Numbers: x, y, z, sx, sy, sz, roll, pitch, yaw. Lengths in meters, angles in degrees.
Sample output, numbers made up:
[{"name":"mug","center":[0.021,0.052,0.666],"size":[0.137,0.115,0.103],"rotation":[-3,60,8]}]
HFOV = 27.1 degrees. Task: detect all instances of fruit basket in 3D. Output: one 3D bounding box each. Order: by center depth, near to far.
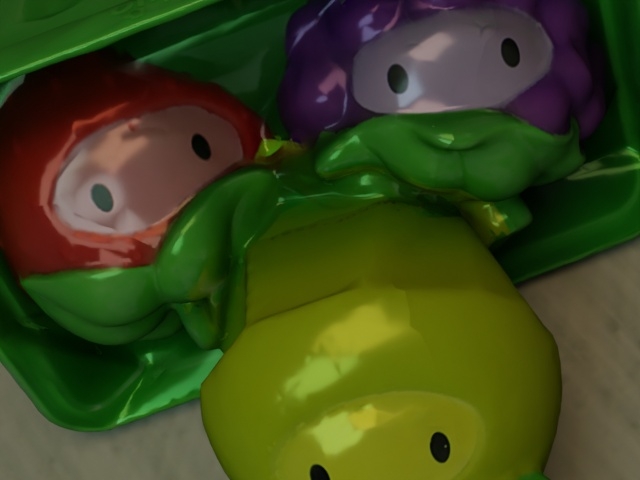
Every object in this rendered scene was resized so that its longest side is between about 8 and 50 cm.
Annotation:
[{"name":"fruit basket","center":[0.000,0.000,0.644],"size":[0.392,0.283,0.392],"rotation":[-12,46,13]}]
